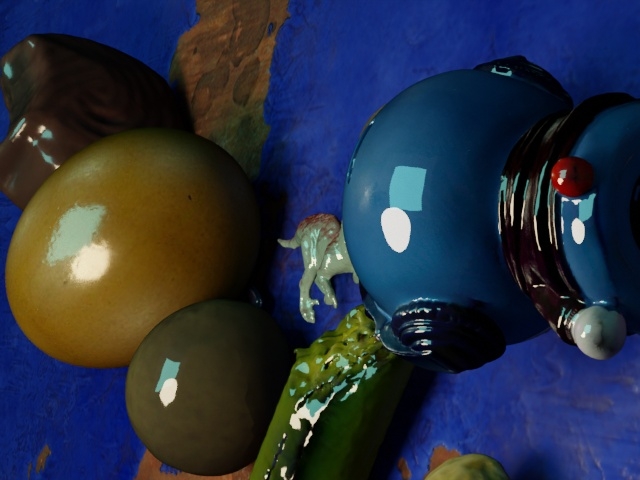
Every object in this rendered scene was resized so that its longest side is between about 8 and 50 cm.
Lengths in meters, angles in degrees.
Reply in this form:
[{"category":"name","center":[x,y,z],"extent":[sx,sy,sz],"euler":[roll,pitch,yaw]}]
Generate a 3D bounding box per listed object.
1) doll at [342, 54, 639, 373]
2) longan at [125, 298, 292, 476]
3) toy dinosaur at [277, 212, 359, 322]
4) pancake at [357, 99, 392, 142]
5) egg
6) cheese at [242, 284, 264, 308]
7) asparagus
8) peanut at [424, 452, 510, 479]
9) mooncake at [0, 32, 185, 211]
[{"category":"doll","center":[0.157,-0.024,1.009],"extent":[0.310,0.240,0.284],"euler":[2,65,54]},{"category":"longan","center":[-0.129,0.174,1.441],"extent":[0.220,0.196,0.196],"euler":[-64,32,26]},{"category":"toy dinosaur","center":[0.000,0.000,1.386],"extent":[0.242,0.053,0.167],"euler":[-132,44,-63]},{"category":"pancake","center":[0.100,-0.037,1.286],"extent":[0.242,0.050,0.242],"euler":[-3,87,63]},{"category":"egg","center":[-0.238,0.013,1.578],"extent":[0.351,0.282,0.283],"euler":[-40,39,8]},{"category":"cheese","center":[-0.106,0.126,1.568],"extent":[0.145,0.038,0.095],"euler":[-66,32,18]},{"category":"asparagus","center":[0.007,0.192,1.254],"extent":[0.382,0.128,0.108],"euler":[-69,-10,18]},{"category":"peanut","center":[0.125,0.323,1.004],"extent":[0.147,0.147,0.306],"euler":[-25,53,53]},{"category":"mooncake","center":[-0.354,-0.170,1.851],"extent":[0.174,0.334,0.326],"euler":[-48,0,36]}]
